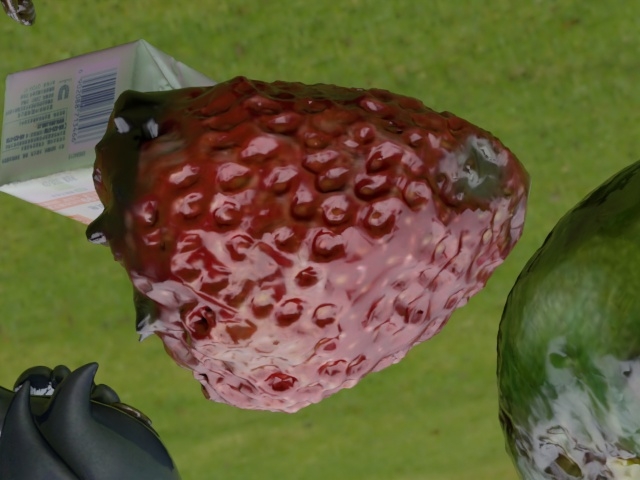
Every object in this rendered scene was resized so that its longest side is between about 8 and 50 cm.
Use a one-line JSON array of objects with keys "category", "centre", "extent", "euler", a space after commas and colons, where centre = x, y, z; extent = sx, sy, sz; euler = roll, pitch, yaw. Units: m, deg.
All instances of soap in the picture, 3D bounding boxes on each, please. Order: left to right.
[{"category": "soap", "centre": [-0.203, -0.101, 1.637], "extent": [0.199, 0.138, 0.182], "euler": [-9, 160, 36]}]

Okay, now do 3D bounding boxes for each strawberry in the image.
[{"category": "strawberry", "centre": [-0.011, 0.006, 1.278], "extent": [0.310, 0.291, 0.292], "euler": [13, 169, 20]}]

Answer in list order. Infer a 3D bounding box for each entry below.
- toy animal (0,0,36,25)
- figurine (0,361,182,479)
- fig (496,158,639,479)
[{"category": "toy animal", "centre": [-0.354, -0.275, 1.683], "extent": [0.089, 0.188, 0.179], "euler": [-28, 127, 7]}, {"category": "figurine", "centre": [-0.214, 0.163, 1.089], "extent": [0.197, 0.265, 0.175], "euler": [-40, 162, -8]}, {"category": "fig", "centre": [0.194, 0.021, 0.583], "extent": [0.235, 0.203, 0.203], "euler": [-43, 173, -29]}]
